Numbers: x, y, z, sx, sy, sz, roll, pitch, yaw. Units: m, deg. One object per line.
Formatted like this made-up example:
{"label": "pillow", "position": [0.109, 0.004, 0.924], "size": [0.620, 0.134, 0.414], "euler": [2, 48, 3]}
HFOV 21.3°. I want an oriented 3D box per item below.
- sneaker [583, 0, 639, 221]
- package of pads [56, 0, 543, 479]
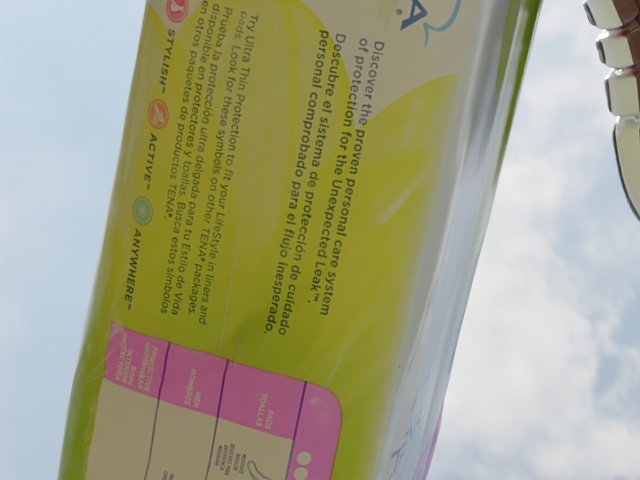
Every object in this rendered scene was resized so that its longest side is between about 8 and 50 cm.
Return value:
{"label": "sneaker", "position": [0.211, -0.135, 0.824], "size": [0.163, 0.281, 0.106], "euler": [-3, -150, 34]}
{"label": "package of pads", "position": [0.000, 0.000, 0.577], "size": [0.101, 0.229, 0.296], "euler": [14, -74, 10]}
